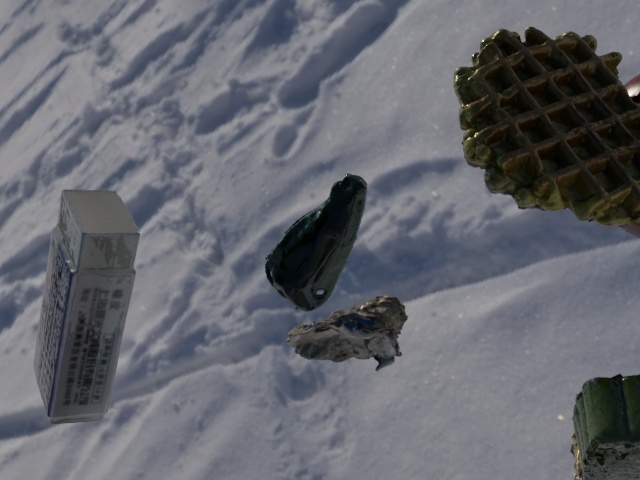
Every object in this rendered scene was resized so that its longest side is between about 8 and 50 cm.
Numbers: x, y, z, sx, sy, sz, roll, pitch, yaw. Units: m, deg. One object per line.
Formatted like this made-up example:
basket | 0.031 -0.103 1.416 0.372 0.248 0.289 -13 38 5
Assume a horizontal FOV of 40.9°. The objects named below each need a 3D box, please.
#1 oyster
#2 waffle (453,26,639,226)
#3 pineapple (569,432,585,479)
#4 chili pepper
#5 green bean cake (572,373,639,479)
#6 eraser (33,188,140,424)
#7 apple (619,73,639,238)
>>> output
oyster | 0.046 0.172 1.598 0.223 0.214 0.083 5 58 0
waffle | 0.303 -0.146 1.047 0.058 0.281 0.301 109 160 -56
pineapple | 0.394 0.345 1.245 0.069 0.116 0.137 -17 76 15
chili pepper | 0.000 -0.001 1.183 0.062 0.108 0.216 -94 29 -63
green bean cake | 0.441 0.249 1.114 0.214 0.200 0.113 -5 57 13
eraser | -0.300 0.084 1.083 0.124 0.081 0.279 48 129 51
apple | 0.501 -0.120 1.158 0.272 0.251 0.206 -29 -2 42
